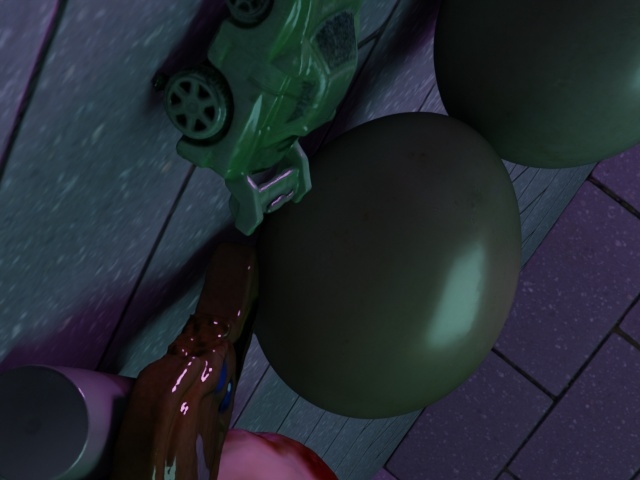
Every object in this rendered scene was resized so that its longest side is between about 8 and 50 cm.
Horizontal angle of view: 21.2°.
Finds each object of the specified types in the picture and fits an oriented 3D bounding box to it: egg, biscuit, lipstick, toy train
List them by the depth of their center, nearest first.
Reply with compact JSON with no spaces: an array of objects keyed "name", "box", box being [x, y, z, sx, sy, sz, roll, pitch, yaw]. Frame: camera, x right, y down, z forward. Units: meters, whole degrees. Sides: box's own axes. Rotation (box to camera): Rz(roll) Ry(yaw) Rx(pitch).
[{"name":"toy train","box":[-0.020,-0.088,0.866,0.099,0.081,0.149,-34,161,-55]},{"name":"lipstick","box":[-0.144,0.117,1.072,0.070,0.070,0.254,-51,170,-1]},{"name":"biscuit","box":[-0.086,0.126,1.086,0.320,0.047,0.183,-72,172,-50]},{"name":"egg","box":[0.181,-0.151,1.204,0.186,0.186,0.253,-41,180,-43]},{"name":"egg","box":[0.049,0.017,1.226,0.188,0.188,0.253,-39,159,-50]}]

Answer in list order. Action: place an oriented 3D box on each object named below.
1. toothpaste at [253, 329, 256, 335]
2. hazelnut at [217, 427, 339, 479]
[{"name":"toothpaste","box":[0.000,0.000,1.398,0.197,0.035,0.057,-55,-175,14]},{"name":"hazelnut","box":[-0.083,0.307,1.668,0.261,0.241,0.261,-29,130,-42]}]
